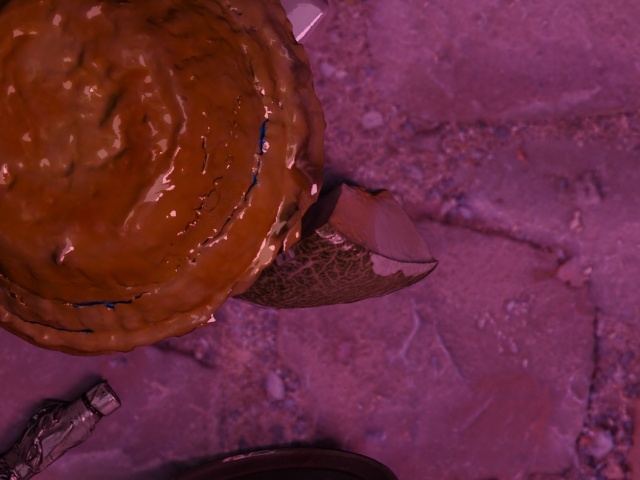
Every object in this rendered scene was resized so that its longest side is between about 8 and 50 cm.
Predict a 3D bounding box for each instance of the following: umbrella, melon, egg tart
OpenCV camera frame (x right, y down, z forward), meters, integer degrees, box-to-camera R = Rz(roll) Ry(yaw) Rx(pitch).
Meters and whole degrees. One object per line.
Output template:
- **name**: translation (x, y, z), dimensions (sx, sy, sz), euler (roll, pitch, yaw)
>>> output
- **umbrella**: translation (-0.262, 0.189, 1.680), dimensions (0.188, 0.046, 0.050), euler (-38, 95, 3)
- **melon**: translation (0.000, 0.003, 1.639), dimensions (0.202, 0.139, 0.093), euler (-10, 78, 0)
- **egg tart**: translation (-0.187, -0.089, 1.554), dimensions (0.388, 0.169, 0.388), euler (0, 91, 12)

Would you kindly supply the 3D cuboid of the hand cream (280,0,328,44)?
- **hand cream**: translation (-0.090, -0.127, 1.637), dimensions (0.079, 0.048, 0.255), euler (34, 98, 0)

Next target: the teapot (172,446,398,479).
- **teapot**: translation (-0.064, 0.367, 1.654), dimensions (0.315, 0.233, 0.312), euler (-1, 105, 26)
